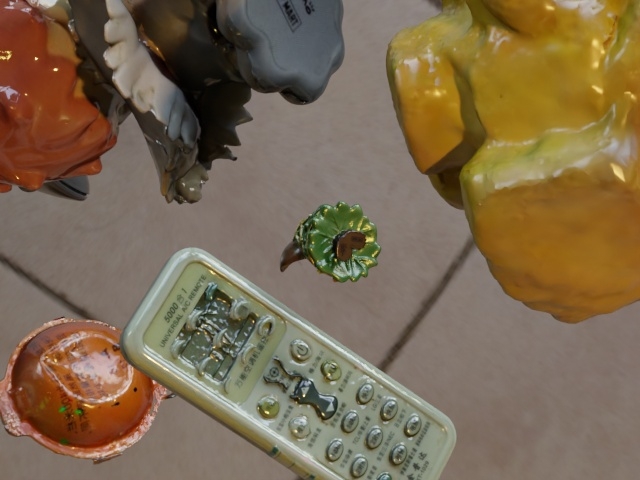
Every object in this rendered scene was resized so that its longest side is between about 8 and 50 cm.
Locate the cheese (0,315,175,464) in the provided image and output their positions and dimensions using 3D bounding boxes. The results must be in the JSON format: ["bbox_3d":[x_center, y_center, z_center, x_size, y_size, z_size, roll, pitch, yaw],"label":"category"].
[{"bbox_3d":[-0.274,0.181,1.798,0.329,0.129,0.217,-17,65,-31],"label":"cheese"}]

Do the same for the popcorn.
[{"bbox_3d":[0.100,-0.056,0.439,0.167,0.152,0.148,-46,111,-17],"label":"popcorn"}]

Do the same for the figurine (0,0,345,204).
[{"bbox_3d":[-0.161,-0.117,0.850,0.166,0.387,0.207,-55,126,-36],"label":"figurine"}]

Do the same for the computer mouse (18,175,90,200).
[{"bbox_3d":[-0.299,-0.096,1.283,0.120,0.232,0.057,26,75,20],"label":"computer mouse"}]

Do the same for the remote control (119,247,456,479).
[{"bbox_3d":[-0.028,0.144,1.282,0.335,0.065,0.128,35,70,-12],"label":"remote control"}]

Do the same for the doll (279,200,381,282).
[{"bbox_3d":[-0.003,-0.008,1.288,0.078,0.113,0.077,-42,124,-20],"label":"doll"}]
